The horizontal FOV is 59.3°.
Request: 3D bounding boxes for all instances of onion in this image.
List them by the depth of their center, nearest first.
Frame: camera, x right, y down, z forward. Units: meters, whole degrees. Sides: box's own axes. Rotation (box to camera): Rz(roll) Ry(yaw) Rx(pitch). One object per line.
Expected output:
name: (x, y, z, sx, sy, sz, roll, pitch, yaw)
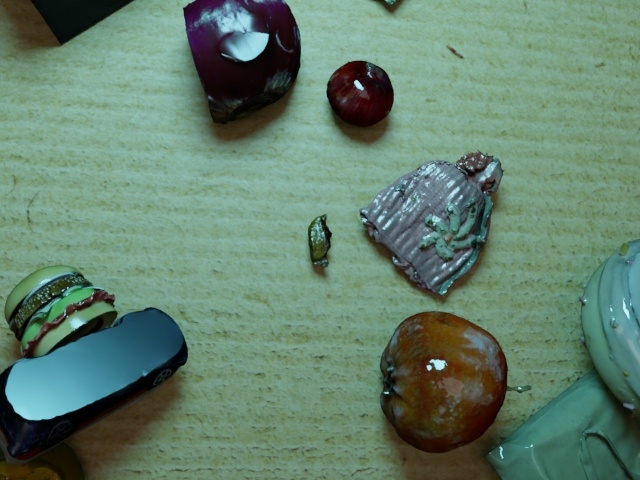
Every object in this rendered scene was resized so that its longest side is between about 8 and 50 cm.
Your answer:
onion: (-0.130, -0.347, 0.999, 0.207, 0.206, 0.216, -21, 89, -9)
onion: (0.075, -0.280, 1.066, 0.131, 0.131, 0.131, 1, 85, -8)

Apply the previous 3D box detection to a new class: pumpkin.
pumpkin: (-0.467, 0.425, 0.936, 0.131, 0.126, 0.248, -19, 105, -4)

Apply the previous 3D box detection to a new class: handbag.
handbag: (0.499, 0.412, 1.072, 0.316, 0.109, 0.253, -35, 94, -15)

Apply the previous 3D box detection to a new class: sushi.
sushi: (0.000, 0.000, 1.065, 0.047, 0.050, 0.099, -4, 92, -3)

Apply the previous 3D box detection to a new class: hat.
hat: (0.240, -0.059, 1.076, 0.286, 0.107, 0.237, -45, 102, -4)

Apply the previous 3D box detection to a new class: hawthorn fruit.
hawthorn fruit: (0.242, 0.249, 0.997, 0.271, 0.242, 0.242, 1, 85, -11)

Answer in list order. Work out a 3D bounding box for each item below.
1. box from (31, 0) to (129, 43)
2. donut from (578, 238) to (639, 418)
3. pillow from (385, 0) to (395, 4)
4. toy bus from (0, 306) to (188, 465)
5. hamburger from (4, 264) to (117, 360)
box: (-0.392, -0.556, 0.960, 0.345, 0.251, 0.204, -36, 91, -11)
donut: (0.652, 0.179, 1.057, 0.382, 0.142, 0.382, 9, 65, -20)
pillow: (0.141, -0.575, 1.124, 0.134, 0.078, 0.181, 37, 78, -6)
toy bus: (-0.366, 0.223, 0.897, 0.302, 0.147, 0.127, -25, 73, -45)
hamburger: (-0.442, 0.119, 0.940, 0.175, 0.175, 0.137, -43, 82, -9)
